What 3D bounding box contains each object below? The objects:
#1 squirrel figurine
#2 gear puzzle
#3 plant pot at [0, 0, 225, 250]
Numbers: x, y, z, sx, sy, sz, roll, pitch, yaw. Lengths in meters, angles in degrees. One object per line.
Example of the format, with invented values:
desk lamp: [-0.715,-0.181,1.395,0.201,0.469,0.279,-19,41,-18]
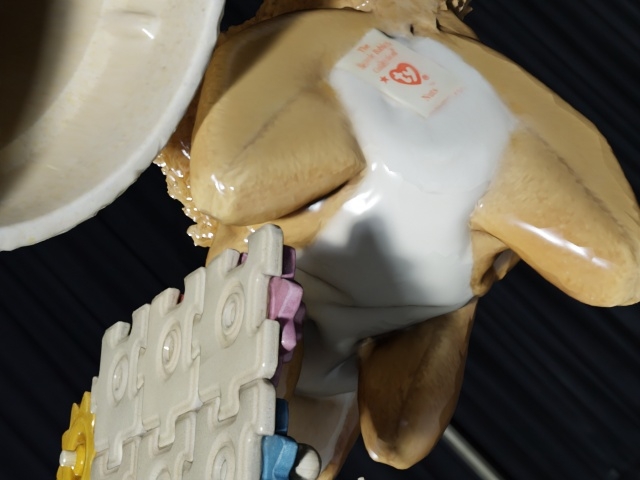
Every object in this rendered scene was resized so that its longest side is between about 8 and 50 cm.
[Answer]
squirrel figurine: [0.000,0.000,1.027,0.281,0.397,0.370,6,-45,-17]
gear puzzle: [-0.088,0.118,0.811,0.044,0.175,0.339,12,-22,-26]
plant pot: [-0.269,-0.174,0.760,0.334,0.305,0.334,-11,-75,-49]
